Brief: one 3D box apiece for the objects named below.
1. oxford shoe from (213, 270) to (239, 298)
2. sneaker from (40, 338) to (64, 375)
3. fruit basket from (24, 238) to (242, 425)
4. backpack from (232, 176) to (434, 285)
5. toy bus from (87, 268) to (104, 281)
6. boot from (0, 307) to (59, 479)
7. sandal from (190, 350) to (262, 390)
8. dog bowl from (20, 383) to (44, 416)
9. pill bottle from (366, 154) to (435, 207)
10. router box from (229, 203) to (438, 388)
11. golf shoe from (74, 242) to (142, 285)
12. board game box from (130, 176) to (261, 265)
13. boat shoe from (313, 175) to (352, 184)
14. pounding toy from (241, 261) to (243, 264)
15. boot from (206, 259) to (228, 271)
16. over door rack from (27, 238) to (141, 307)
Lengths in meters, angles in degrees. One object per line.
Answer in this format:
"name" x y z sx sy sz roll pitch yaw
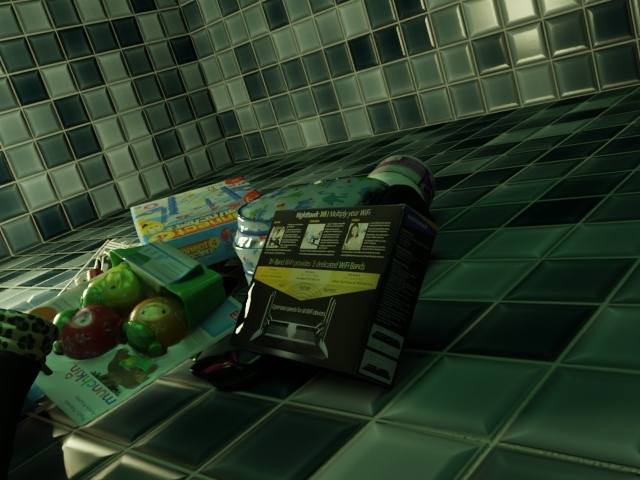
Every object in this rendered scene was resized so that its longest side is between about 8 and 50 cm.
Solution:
"oxford shoe" -0.267 0.124 1.419 0.099 0.096 0.271 -5 18 22
"sneaker" -0.635 0.228 1.426 0.319 0.112 0.131 -12 18 16
"fruit basket" -0.353 0.136 1.172 0.327 0.165 0.353 27 37 36
"backpack" 0.000 0.000 1.322 0.356 0.273 0.290 -22 15 38
"toy bus" -0.430 0.138 1.526 0.202 0.191 0.104 -28 -28 -44
"boot" -0.547 0.240 0.941 0.378 0.138 0.284 -5 59 31
"sandal" -0.163 0.205 1.087 0.067 0.040 0.179 -28 18 -37
"dog bowl" -0.566 0.241 1.155 0.074 0.166 0.297 -42 10 -19
"pill bottle" 0.168 -0.089 1.541 0.169 0.169 0.301 -12 16 21
"router box" 0.009 0.073 1.010 0.309 0.081 0.242 2 69 51
"golf shoe" -0.508 0.059 1.734 0.105 0.120 0.273 -3 42 55
"board game box" -0.284 -0.040 1.614 0.308 0.086 0.302 -18 25 -16
"boat shoe" 0.062 -0.143 1.962 0.119 0.121 0.335 -19 12 13
"pounding toy" -0.148 0.000 1.718 0.130 0.100 0.141 -16 15 5
"boot" -0.341 0.079 1.699 0.284 0.109 0.220 -21 29 25
"over door rack" -0.649 0.123 1.891 0.324 0.108 0.240 -41 23 -24
